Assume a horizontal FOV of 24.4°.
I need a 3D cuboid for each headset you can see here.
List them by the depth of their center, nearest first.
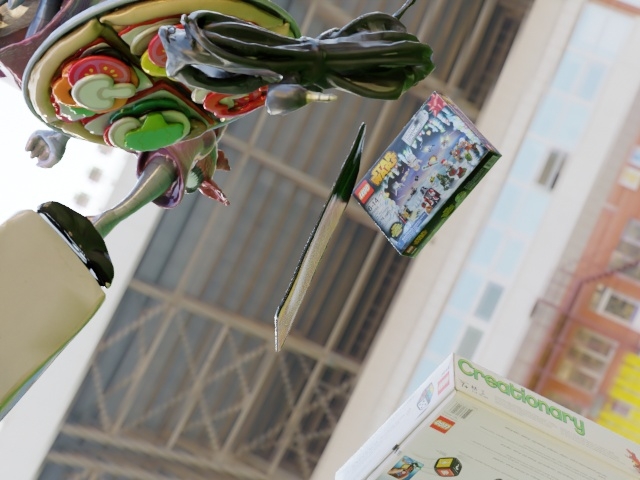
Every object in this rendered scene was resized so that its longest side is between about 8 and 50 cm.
[{"bbox_3d":[0.042,-0.243,0.590,0.185,0.243,0.394,-2,-64,-24],"label":"headset"}]

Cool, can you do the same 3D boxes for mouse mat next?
[{"bbox_3d":[0.000,0.000,1.300,0.152,0.007,0.189,95,-160,-74],"label":"mouse mat"}]

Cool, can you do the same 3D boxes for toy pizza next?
[{"bbox_3d":[-0.109,-0.112,1.049,0.201,0.201,0.032,60,-166,-66],"label":"toy pizza"}]

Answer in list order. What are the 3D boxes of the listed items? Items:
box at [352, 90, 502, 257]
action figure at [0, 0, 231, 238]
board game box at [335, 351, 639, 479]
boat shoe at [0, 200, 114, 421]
[{"bbox_3d":[0.101,-0.064,1.446,0.027,0.094,0.137,15,-60,-51],"label":"box"},{"bbox_3d":[-0.187,-0.155,1.324,0.275,0.248,0.370,-52,-44,4],"label":"action figure"},{"bbox_3d":[0.191,0.238,1.384,0.193,0.305,0.053,-50,23,33],"label":"board game box"},{"bbox_3d":[-0.291,0.116,1.038,0.340,0.127,0.158,-41,6,-20],"label":"boat shoe"}]
